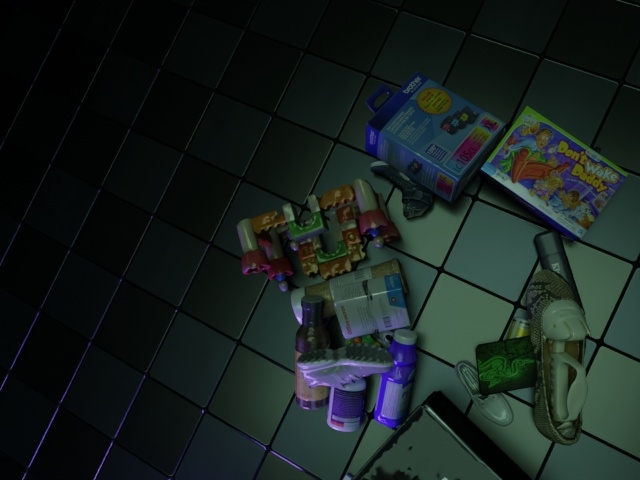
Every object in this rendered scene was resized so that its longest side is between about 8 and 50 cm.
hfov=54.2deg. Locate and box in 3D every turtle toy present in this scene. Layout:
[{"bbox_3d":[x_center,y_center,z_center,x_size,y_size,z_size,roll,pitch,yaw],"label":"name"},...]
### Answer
[{"bbox_3d":[0.120,0.342,1.935,0.095,0.066,0.130,35,116,10],"label":"turtle toy"}]

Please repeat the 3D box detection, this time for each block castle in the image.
[{"bbox_3d":[0.000,0.000,1.910,0.453,0.303,0.213,-19,77,12],"label":"block castle"}]

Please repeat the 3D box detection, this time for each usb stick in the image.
[{"bbox_3d":[0.702,0.104,1.839,0.077,0.045,0.278,-16,78,11],"label":"usb stick"}]

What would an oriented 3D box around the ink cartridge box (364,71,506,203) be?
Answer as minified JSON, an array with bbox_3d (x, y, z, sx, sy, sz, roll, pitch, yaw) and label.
[{"bbox_3d":[0.321,-0.334,1.920,0.395,0.151,0.270,34,69,19],"label":"ink cartridge box"}]

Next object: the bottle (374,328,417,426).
[{"bbox_3d":[0.227,0.401,1.835,0.092,0.118,0.283,16,107,24],"label":"bottle"}]

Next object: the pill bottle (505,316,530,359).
[{"bbox_3d":[0.579,0.288,1.830,0.065,0.065,0.116,20,86,17],"label":"pill bottle"}]

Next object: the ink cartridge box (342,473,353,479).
[{"bbox_3d":[0.101,0.756,1.898,0.083,0.028,0.048,34,91,18],"label":"ink cartridge box"}]

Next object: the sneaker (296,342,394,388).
[{"bbox_3d":[0.078,0.370,1.803,0.281,0.105,0.115,-6,110,18],"label":"sneaker"}]

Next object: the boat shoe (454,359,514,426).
[{"bbox_3d":[0.472,0.451,1.826,0.083,0.076,0.226,-45,73,4],"label":"boat shoe"}]

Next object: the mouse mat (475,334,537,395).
[{"bbox_3d":[0.538,0.358,1.790,0.189,0.007,0.153,-8,95,-8],"label":"mouse mat"}]

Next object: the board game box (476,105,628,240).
[{"bbox_3d":[0.670,-0.195,1.825,0.347,0.078,0.233,36,89,7],"label":"board game box"}]

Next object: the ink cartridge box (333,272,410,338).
[{"bbox_3d":[0.151,0.194,1.851,0.203,0.148,0.086,-12,33,7],"label":"ink cartridge box"}]

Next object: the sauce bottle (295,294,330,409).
[{"bbox_3d":[-0.023,0.338,1.900,0.111,0.111,0.344,5,106,16],"label":"sauce bottle"}]

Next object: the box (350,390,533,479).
[{"bbox_3d":[0.368,0.666,1.611,0.480,0.472,0.297,43,95,17],"label":"box"}]

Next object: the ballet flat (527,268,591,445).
[{"bbox_3d":[0.668,0.321,1.711,0.164,0.182,0.483,-1,88,-4],"label":"ballet flat"}]

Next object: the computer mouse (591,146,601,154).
[{"bbox_3d":[0.738,-0.256,1.893,0.193,0.042,0.106,18,90,11],"label":"computer mouse"}]

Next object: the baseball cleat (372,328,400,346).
[{"bbox_3d":[0.183,0.269,1.916,0.206,0.109,0.072,24,93,19],"label":"baseball cleat"}]

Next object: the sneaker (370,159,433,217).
[{"bbox_3d":[0.251,-0.162,1.982,0.226,0.086,0.163,13,82,15],"label":"sneaker"}]

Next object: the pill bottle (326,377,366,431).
[{"bbox_3d":[0.081,0.465,1.889,0.108,0.108,0.193,9,99,16],"label":"pill bottle"}]

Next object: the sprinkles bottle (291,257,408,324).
[{"bbox_3d":[0.090,0.162,1.952,0.355,0.121,0.121,-18,77,11],"label":"sprinkles bottle"}]
